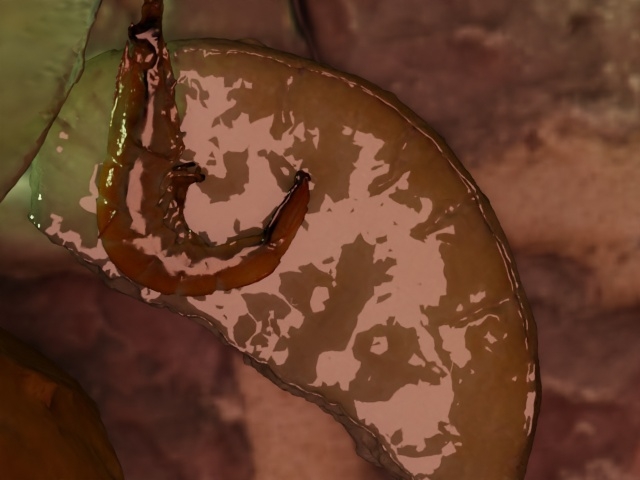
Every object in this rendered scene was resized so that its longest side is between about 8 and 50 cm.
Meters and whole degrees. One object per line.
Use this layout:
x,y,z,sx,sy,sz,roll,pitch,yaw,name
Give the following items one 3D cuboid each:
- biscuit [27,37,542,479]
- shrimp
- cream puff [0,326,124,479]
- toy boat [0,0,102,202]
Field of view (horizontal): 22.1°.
0.000,0.000,0.716,0.290,0.038,0.141,37,93,-7,biscuit
-0.051,-0.040,0.678,0.091,0.025,0.127,-5,98,-1,shrimp
-0.233,0.095,0.564,0.343,0.327,0.231,32,86,-41,cream puff
-0.204,-0.153,0.629,0.293,0.111,0.276,30,64,-5,toy boat
